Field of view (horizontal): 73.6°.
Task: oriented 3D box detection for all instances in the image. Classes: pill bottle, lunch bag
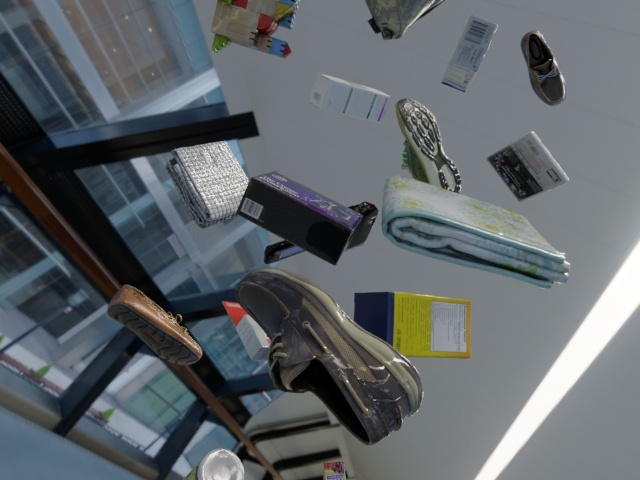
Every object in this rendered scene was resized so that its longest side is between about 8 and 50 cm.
[{"bbox_3d":[-0.289,0.627,1.076,0.119,0.119,0.208,46,-61,13],"label":"pill bottle"},{"bbox_3d":[0.252,-0.732,1.153,0.256,0.305,0.212,56,-6,-36],"label":"lunch bag"}]

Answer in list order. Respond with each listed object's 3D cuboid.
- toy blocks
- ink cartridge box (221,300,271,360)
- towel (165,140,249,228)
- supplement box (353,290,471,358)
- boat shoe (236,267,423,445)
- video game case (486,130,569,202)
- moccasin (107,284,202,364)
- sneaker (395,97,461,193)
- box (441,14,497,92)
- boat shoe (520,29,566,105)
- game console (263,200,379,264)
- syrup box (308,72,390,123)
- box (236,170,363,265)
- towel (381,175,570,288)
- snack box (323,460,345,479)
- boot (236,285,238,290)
[{"bbox_3d":[-0.189,-0.782,1.399,0.260,0.382,0.191,16,13,-1],"label":"toy blocks"},{"bbox_3d":[-0.136,0.260,1.298,0.275,0.060,0.239,18,25,-46],"label":"ink cartridge box"},{"bbox_3d":[-0.391,-0.201,1.529,0.121,0.235,0.284,-36,-97,45],"label":"towel"},{"bbox_3d":[0.305,0.282,1.425,0.195,0.356,0.194,-15,-112,61],"label":"supplement box"},{"bbox_3d":[-0.018,0.164,0.659,0.355,0.130,0.132,30,-45,29],"label":"boat shoe"},{"bbox_3d":[0.647,-0.227,1.349,0.190,0.022,0.173,50,-33,-6],"label":"video game case"},{"bbox_3d":[-0.566,0.303,1.511,0.380,0.139,0.147,43,26,-22],"label":"moccasin"},{"bbox_3d":[0.342,-0.303,1.542,0.182,0.158,0.411,-6,-59,49],"label":"sneaker"},{"bbox_3d":[0.373,-0.467,1.083,0.072,0.126,0.137,25,2,6],"label":"box"},{"bbox_3d":[0.517,-0.399,0.999,0.066,0.066,0.183,-28,-86,28],"label":"boat shoe"},{"bbox_3d":[0.000,0.000,1.274,0.044,0.361,0.213,62,-21,25],"label":"game console"},{"bbox_3d":[0.094,-0.448,1.358,0.093,0.236,0.096,51,-51,46],"label":"syrup box"},{"bbox_3d":[-0.042,-0.063,1.039,0.261,0.103,0.184,27,16,5],"label":"box"},{"bbox_3d":[0.317,-0.030,0.955,0.374,0.320,0.090,19,-69,2],"label":"towel"},{"bbox_3d":[0.048,0.794,1.303,0.175,0.070,0.207,88,-2,-60],"label":"snack box"},{"bbox_3d":[-0.140,0.122,1.081,0.087,0.118,0.042,-26,-122,48],"label":"boot"}]
